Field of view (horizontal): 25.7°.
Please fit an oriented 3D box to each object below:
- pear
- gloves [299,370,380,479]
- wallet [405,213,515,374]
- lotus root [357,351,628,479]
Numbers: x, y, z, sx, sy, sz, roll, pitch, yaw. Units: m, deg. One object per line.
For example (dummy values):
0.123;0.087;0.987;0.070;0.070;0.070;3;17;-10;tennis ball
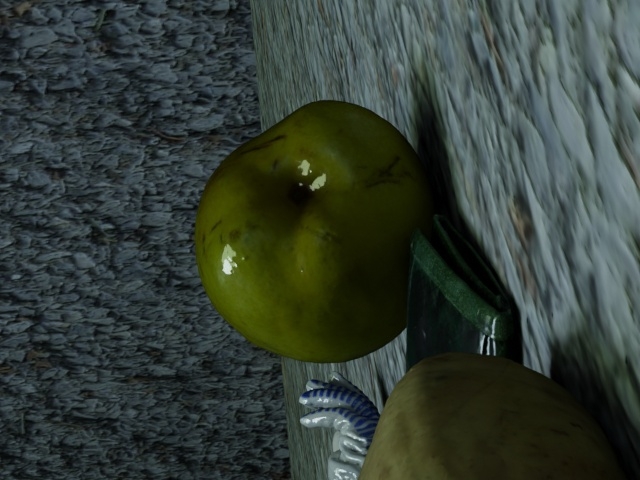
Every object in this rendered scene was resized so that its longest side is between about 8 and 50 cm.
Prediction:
0.000;0.000;1.051;0.200;0.200;0.200;172;90;-85;pear
0.035;0.232;1.486;0.119;0.097;0.229;95;162;-48;gloves
0.094;0.120;0.941;0.160;0.055;0.236;-124;26;-63;wallet
0.078;0.145;0.670;0.257;0.140;0.154;-95;6;-66;lotus root
